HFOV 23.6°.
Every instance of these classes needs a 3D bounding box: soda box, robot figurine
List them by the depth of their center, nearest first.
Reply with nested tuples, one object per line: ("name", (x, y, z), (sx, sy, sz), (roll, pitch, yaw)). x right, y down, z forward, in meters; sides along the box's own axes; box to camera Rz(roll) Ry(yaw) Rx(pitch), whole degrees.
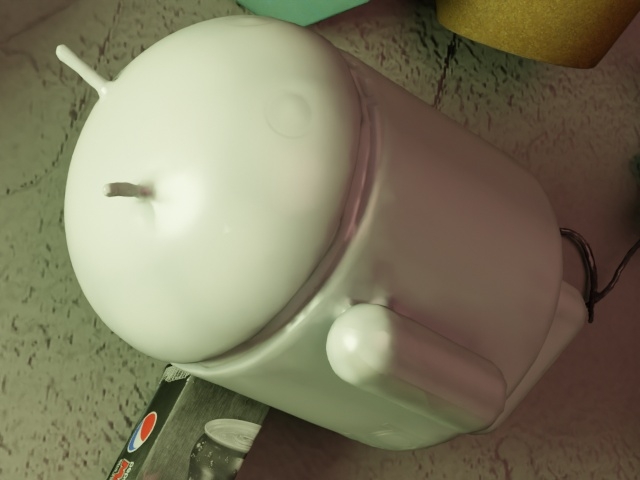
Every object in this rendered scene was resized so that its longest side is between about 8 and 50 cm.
("robot figurine", (0.000, 0.000, 0.885), (0.353, 0.300, 0.199), (28, 102, -38))
("soda box", (-0.096, 0.154, 0.908), (0.060, 0.053, 0.169), (36, 64, -17))

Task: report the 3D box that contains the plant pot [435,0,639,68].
("plant pot", (0.174, -0.255, 1.049), (0.237, 0.237, 0.254), (6, 109, -28))

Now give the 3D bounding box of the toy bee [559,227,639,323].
("toy bee", (0.318, -0.038, 1.124), (0.195, 0.162, 0.298), (42, 62, -16))

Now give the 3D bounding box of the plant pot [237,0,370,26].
("plant pot", (-0.031, -0.264, 0.988), (0.166, 0.165, 0.234), (-45, 109, -30))
